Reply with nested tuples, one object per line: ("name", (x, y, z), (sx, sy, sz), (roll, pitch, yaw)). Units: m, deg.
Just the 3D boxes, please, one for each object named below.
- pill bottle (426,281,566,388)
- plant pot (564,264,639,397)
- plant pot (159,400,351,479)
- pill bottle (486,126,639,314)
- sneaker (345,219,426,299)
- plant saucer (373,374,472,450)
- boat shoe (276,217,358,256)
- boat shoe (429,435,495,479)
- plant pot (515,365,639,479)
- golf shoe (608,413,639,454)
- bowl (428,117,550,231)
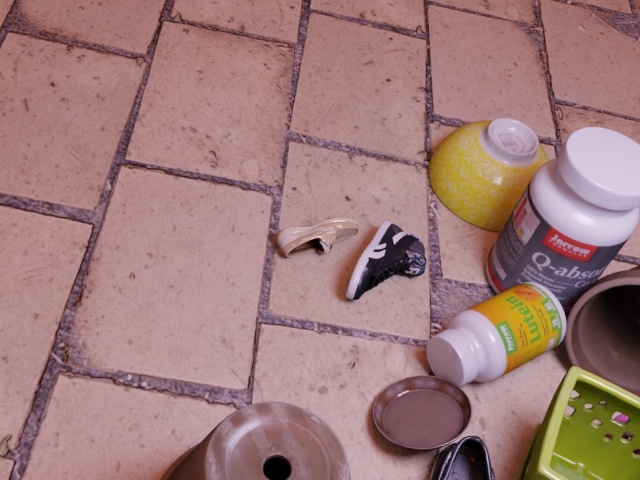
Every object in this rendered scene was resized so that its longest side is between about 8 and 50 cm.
("pill bottle", (0.319, 0.177, 1.537), (0.246, 0.136, 0.136), (-21, 59, -29))
("plant pot", (0.617, 0.151, 1.595), (0.263, 0.263, 0.229), (32, 32, 12))
("plant pot", (-0.083, 0.375, 1.165), (0.323, 0.280, 0.323), (7, 50, -9))
("pill bottle", (0.474, -0.029, 1.603), (0.210, 0.362, 0.210), (7, 49, -9))
("sneaker", (0.140, 0.051, 1.632), (0.121, 0.079, 0.217), (25, 47, 8))
("plant saucer", (0.174, 0.299, 1.433), (0.169, 0.029, 0.168), (-5, 35, 3))
("boat shoe", (0.000, 0.000, 1.653), (0.170, 0.063, 0.059), (-12, 57, -13))
("boat shoe", (0.215, 0.453, 1.290), (0.127, 0.113, 0.340), (21, 48, 3))
("plant pot", (0.438, 0.380, 1.352), (0.227, 0.207, 0.228), (27, 49, 9))
("golf shoe", (0.644, 0.407, 1.467), (0.306, 0.115, 0.140), (42, 39, 15))
("bowl", (0.396, -0.176, 1.846), (0.290, 0.156, 0.289), (7, 49, -9))
